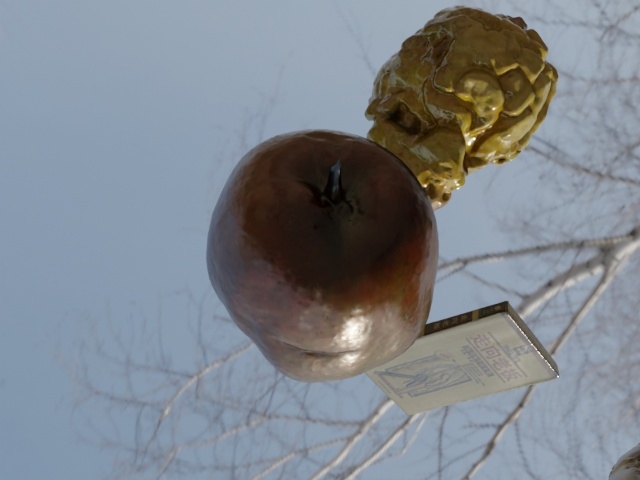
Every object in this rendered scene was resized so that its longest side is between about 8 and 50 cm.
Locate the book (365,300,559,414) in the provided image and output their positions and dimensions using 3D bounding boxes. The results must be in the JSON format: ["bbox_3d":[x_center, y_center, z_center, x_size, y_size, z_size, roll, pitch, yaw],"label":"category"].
[{"bbox_3d":[0.176,0.160,1.510,0.161,0.231,0.026,47,-145,-38],"label":"book"}]

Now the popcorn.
[{"bbox_3d":[0.181,-0.195,1.649,0.225,0.265,0.332,43,-107,-32],"label":"popcorn"}]

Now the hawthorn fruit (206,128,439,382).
[{"bbox_3d":[0.000,0.000,1.275,0.267,0.301,0.268,-1,-126,2],"label":"hawthorn fruit"}]

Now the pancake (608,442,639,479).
[{"bbox_3d":[0.556,0.326,1.465,0.386,0.082,0.387,1,-165,0],"label":"pancake"}]
